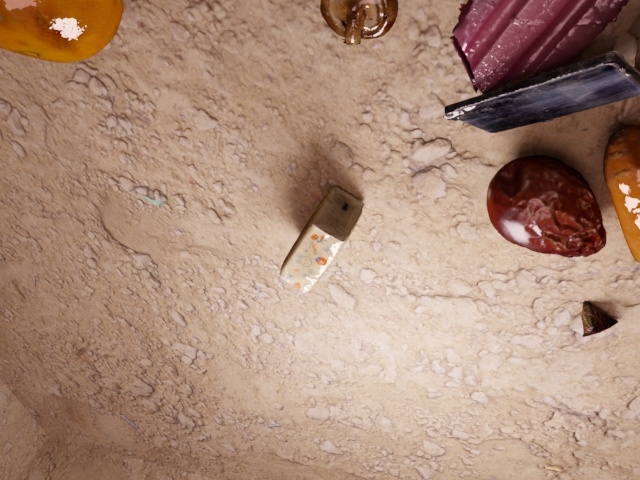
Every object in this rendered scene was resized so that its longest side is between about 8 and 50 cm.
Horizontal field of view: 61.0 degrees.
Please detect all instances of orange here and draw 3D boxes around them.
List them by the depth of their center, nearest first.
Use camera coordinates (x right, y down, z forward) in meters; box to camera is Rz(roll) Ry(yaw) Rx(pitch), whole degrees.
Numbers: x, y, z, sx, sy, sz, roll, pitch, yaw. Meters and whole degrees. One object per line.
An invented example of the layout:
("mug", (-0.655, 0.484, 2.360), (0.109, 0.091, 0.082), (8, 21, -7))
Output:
("orange", (-0.470, -0.426, 0.920), (0.261, 0.261, 0.261), (12, 133, 13))

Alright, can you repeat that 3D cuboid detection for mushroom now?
("mushroom", (0.061, -0.374, 0.856), (0.127, 0.087, 0.127), (11, 136, 11))

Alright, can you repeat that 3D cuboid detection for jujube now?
("jujube", (0.406, -0.049, 0.963), (0.237, 0.168, 0.168), (30, 136, -25))

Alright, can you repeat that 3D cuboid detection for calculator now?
("calculator", (0.335, -0.213, 0.826), (0.161, 0.021, 0.262), (6, 170, -45))

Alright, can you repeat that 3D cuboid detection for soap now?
("soap", (0.307, -0.335, 0.770), (0.182, 0.112, 0.289), (31, 134, -4))

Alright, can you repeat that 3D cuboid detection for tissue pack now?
("tissue pack", (0.000, 0.000, 1.168), (0.092, 0.148, 0.196), (31, 134, -1))

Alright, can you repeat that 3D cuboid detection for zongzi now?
("zongzi", (0.576, 0.181, 1.152), (0.083, 0.067, 0.073), (22, 130, -21))

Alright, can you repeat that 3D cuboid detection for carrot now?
("carrot", (0.534, -0.082, 0.883), (0.159, 0.159, 0.225), (-33, 101, 40))

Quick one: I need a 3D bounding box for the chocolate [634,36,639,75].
("chocolate", (0.569, -0.273, 0.733), (0.262, 0.083, 0.161), (7, 150, 23))
